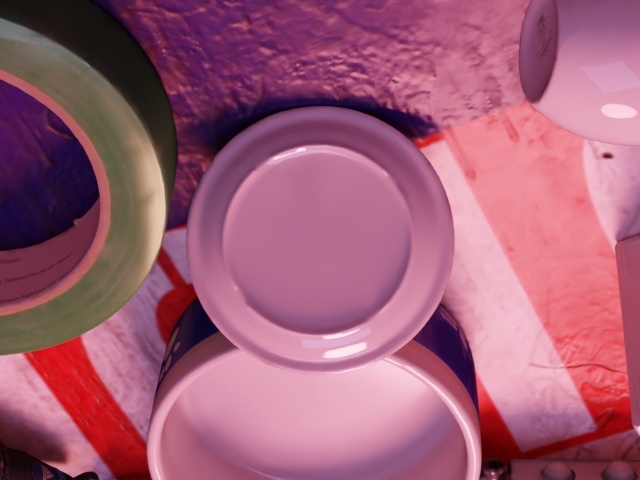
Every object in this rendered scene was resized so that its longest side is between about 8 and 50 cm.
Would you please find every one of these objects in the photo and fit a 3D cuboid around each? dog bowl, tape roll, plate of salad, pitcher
[{"bbox_3d":[-0.003,0.144,1.544,0.265,0.104,0.265,2,129,2],"label":"dog bowl"},{"bbox_3d":[-0.268,-0.057,1.421,0.321,0.077,0.321,2,127,2],"label":"tape roll"},{"bbox_3d":[0.000,0.000,1.423,0.200,0.048,0.200,0,88,5],"label":"plate of salad"},{"bbox_3d":[0.241,-0.111,1.332,0.207,0.125,0.178,4,144,-13],"label":"pitcher"}]

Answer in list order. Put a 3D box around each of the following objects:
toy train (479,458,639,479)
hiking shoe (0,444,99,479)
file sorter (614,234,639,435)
[{"bbox_3d":[0.258,0.265,1.614,0.334,0.142,0.190,1,116,5],"label":"toy train"},{"bbox_3d":[-0.320,0.284,1.671,0.132,0.113,0.304,21,134,-27],"label":"hiking shoe"},{"bbox_3d":[0.384,0.079,1.413,0.278,0.193,0.173,-19,128,20],"label":"file sorter"}]
